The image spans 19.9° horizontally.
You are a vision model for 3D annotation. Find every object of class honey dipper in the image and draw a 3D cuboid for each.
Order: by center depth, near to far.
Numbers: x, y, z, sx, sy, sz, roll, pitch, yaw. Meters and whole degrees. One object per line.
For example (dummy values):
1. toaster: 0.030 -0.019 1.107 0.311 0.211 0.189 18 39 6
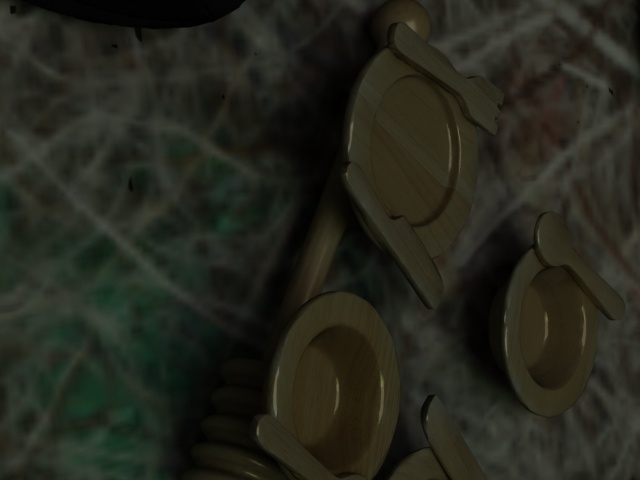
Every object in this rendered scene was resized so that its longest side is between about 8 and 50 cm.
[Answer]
1. honey dipper: 0.000 0.000 0.521 0.030 0.030 0.161 32 66 -30

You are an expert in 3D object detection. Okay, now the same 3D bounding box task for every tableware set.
1. tableware set: 0.034 0.033 0.523 0.141 0.020 0.169 50 53 -40

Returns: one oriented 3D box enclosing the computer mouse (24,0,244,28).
1. computer mouse: -0.110 -0.085 0.423 0.262 0.060 0.184 20 76 -33
